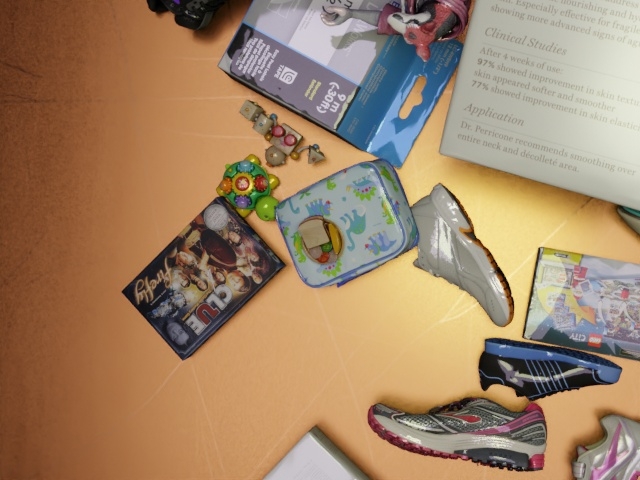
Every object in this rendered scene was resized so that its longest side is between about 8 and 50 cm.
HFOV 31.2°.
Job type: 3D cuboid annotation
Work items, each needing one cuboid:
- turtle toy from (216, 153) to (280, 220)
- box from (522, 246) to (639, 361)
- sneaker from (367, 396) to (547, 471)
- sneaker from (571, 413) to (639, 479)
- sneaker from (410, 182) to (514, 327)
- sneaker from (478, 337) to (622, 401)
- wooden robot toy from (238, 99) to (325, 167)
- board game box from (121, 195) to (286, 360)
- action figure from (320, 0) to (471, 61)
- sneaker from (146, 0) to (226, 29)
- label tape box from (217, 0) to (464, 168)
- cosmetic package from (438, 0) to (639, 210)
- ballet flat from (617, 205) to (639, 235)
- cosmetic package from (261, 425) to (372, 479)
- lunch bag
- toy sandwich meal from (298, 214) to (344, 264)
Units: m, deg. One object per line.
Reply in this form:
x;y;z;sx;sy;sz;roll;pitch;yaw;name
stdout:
-0.118;-0.085;1.969;0.130;0.066;0.095;45;94;5;turtle toy
0.466;0.108;1.911;0.233;0.044;0.159;11;90;6;box
0.225;0.309;1.906;0.299;0.121;0.112;9;76;-1;sneaker
0.457;0.393;1.885;0.111;0.103;0.252;30;86;10;sneaker
0.226;0.041;1.924;0.121;0.099;0.262;-32;78;12;sneaker
0.379;0.224;1.907;0.232;0.081;0.090;10;98;10;sneaker
-0.078;-0.164;1.968;0.173;0.076;0.079;36;103;6;wooden robot toy
-0.202;0.065;1.967;0.243;0.042;0.165;-44;85;13;board game box
0.177;-0.407;1.815;0.275;0.248;0.370;27;48;-29;action figure
-0.187;-0.428;1.937;0.293;0.102;0.146;9;101;38;sneaker
0.039;-0.312;1.935;0.347;0.115;0.249;29;91;8;label tape box
0.412;-0.286;1.721;0.329;0.327;0.394;19;105;18;cosmetic package
0.606;-0.001;1.886;0.248;0.086;0.086;11;90;5;ballet flat
-0.040;0.547;1.931;0.284;0.097;0.377;44;94;7;cosmetic package
0.045;-0.024;1.911;0.219;0.090;0.176;-25;87;26;lunch bag
0.000;0.000;1.870;0.085;0.029;0.086;5;102;22;toy sandwich meal
